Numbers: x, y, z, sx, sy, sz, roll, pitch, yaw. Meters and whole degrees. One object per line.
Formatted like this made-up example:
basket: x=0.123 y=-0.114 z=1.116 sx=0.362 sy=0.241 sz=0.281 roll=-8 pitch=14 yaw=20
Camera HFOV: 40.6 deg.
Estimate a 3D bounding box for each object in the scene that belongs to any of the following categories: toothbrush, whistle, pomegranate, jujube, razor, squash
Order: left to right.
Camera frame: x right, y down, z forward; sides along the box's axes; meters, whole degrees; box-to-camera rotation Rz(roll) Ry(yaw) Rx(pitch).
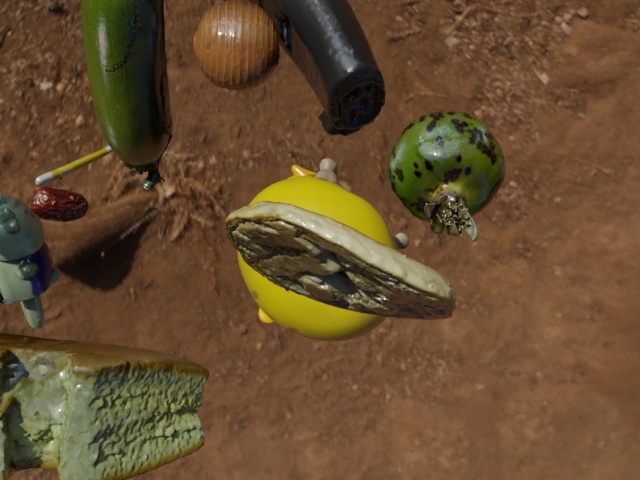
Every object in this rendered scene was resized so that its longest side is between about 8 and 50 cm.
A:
whistle: x=-0.429 y=0.027 z=1.237 sx=0.092 sy=0.110 sz=0.244 roll=-25 pitch=133 yaw=-25
jujube: x=-0.587 y=-0.080 z=1.945 sx=0.129 sy=0.077 sz=0.077 roll=8 pitch=120 yaw=-38
toothbrush: x=-0.422 y=-0.159 z=1.639 sx=0.024 sy=0.288 sz=0.021 roll=37 pitch=131 yaw=14
squash: x=-0.195 y=-0.162 z=0.890 sx=0.087 sy=0.087 sz=0.331 roll=-3 pitch=146 yaw=-8
razor: x=-0.011 y=-0.319 z=1.316 sx=0.107 sy=0.327 sz=0.189 roll=-26 pitch=154 yaw=-10
pomegranate: x=0.129 y=-0.061 z=0.882 sx=0.122 sy=0.161 sz=0.122 roll=0 pitch=136 yaw=0

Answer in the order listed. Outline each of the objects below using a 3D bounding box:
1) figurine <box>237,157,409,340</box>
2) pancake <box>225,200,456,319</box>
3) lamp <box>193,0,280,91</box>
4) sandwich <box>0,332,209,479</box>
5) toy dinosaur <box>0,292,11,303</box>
figurine: x=0.000 y=0.000 z=1.122 sx=0.215 sy=0.344 sz=0.187 roll=36 pitch=104 yaw=-9
pancake: x=0.014 y=0.017 z=0.551 sx=0.158 sy=0.158 sz=0.028 roll=28 pitch=73 yaw=-23
lamp: x=-0.123 y=-0.287 z=1.278 sx=0.136 sy=0.136 sz=0.136 roll=-4 pitch=120 yaw=-7
sandwich: x=-0.225 y=0.156 z=0.820 sx=0.235 sy=0.128 sz=0.122 roll=4 pitch=96 yaw=-8
toy dinosaur: x=-0.572 y=0.096 z=1.530 sx=0.083 sy=0.047 sz=0.030 roll=9 pitch=86 yaw=-40
